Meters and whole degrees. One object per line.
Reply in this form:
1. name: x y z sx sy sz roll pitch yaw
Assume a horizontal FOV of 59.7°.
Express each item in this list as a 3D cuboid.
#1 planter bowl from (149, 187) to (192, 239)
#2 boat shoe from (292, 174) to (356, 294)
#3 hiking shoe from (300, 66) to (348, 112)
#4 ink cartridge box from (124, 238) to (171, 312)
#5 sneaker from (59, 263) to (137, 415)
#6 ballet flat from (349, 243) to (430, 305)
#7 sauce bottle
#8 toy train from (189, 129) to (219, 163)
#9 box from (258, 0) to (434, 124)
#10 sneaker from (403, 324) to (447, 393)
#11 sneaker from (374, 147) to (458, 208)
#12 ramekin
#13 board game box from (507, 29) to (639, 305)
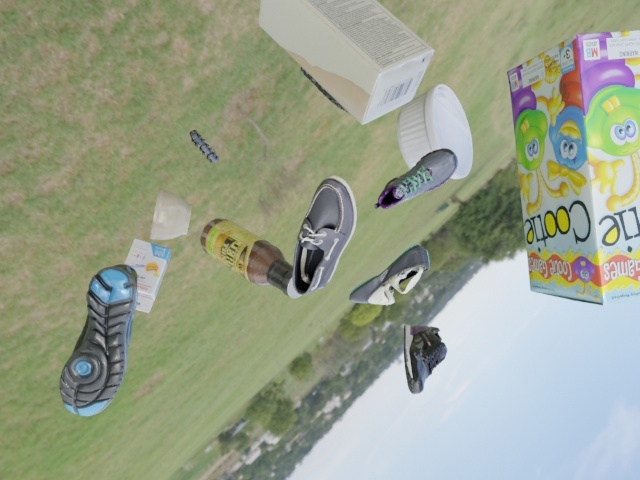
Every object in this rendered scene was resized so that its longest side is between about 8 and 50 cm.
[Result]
1. planter bowl: -0.461 -0.073 1.731 0.162 0.109 0.162 -171 -90 -74
2. boat shoe: 0.000 0.000 0.842 0.065 0.075 0.206 -41 152 -48
3. hiking shoe: 0.049 -0.581 2.001 0.132 0.304 0.113 -46 152 12
4. ink cartridge box: -0.499 0.098 1.558 0.061 0.104 0.181 117 -12 -66
5. sneaker: -0.466 0.217 1.226 0.139 0.125 0.341 -134 -117 -81
6. ballet flat: 0.144 0.089 1.145 0.203 0.074 0.074 -40 173 24
7. sauce bottle: -0.165 0.042 1.383 0.111 0.344 0.111 -22 123 -38
8. toy train: -0.285 -0.230 1.369 0.027 0.036 0.158 -30 163 0
9. box: 0.037 -0.374 1.019 0.148 0.311 0.121 -30 158 -29
10. sneaker: 0.308 0.331 1.624 0.124 0.107 0.283 -6 -155 11
11. sneaker: 0.227 -0.134 1.329 0.224 0.083 0.098 -35 -174 43
12. ramekin: 0.324 -0.298 1.596 0.127 0.273 0.273 -12 -167 36
13. board game box: 0.325 -0.079 0.636 0.144 0.275 0.142 -8 -177 -10
